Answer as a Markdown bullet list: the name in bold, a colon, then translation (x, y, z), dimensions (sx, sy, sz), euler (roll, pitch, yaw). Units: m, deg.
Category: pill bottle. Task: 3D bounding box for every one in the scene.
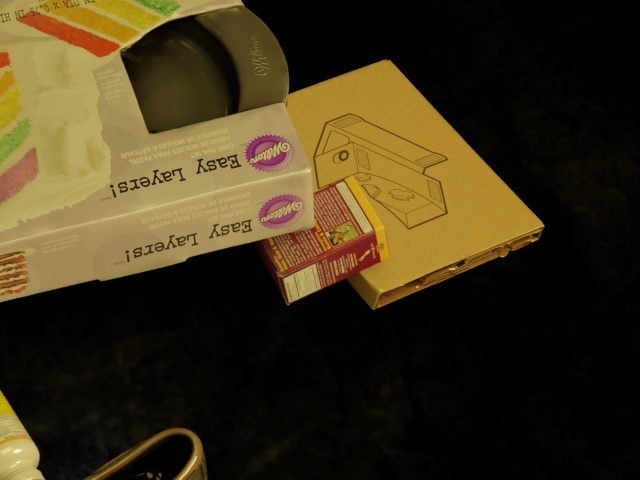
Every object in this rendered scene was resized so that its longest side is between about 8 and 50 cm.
- **pill bottle**: translation (-0.205, 0.128, 1.234), dimensions (0.043, 0.043, 0.083), euler (-19, 55, -30)

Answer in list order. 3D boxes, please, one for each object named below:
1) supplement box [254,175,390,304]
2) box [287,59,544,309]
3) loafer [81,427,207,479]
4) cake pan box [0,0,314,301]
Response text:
- **supplement box**: translation (0.000, 0.000, 1.398), dimensions (0.083, 0.043, 0.055), euler (-24, 57, -7)
- **box**: translation (0.046, -0.047, 1.491), dimensions (0.164, 0.021, 0.201), euler (-22, 57, -32)
- **loafer**: translation (-0.169, 0.195, 1.151), dimensions (0.096, 0.084, 0.267), euler (37, 48, 19)
- **cake pan box**: translation (-0.154, -0.086, 1.404), dimensions (0.267, 0.070, 0.245), euler (-13, 53, -10)
